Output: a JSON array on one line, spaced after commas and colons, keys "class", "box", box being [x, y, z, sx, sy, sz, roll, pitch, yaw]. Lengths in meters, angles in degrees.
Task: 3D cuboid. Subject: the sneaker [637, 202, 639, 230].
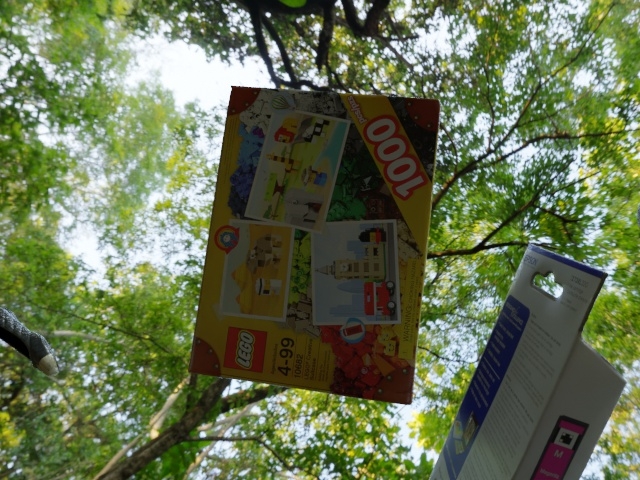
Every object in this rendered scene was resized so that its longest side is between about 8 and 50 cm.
[{"class": "sneaker", "box": [0.572, -0.115, 0.523, 0.136, 0.116, 0.314, 22, -60, 1]}]

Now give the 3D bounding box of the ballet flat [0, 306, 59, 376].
[{"class": "ballet flat", "box": [-0.467, 0.162, 0.629, 0.173, 0.049, 0.057, 28, -59, 18]}]

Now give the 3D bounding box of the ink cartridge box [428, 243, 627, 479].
[{"class": "ink cartridge box", "box": [0.217, 0.195, 0.453, 0.069, 0.176, 0.371, 17, -81, 4]}]

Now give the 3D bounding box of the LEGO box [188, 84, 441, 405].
[{"class": "LEGO box", "box": [0.000, 0.000, 0.758, 0.372, 0.193, 0.500, 6, -96, 6]}]
